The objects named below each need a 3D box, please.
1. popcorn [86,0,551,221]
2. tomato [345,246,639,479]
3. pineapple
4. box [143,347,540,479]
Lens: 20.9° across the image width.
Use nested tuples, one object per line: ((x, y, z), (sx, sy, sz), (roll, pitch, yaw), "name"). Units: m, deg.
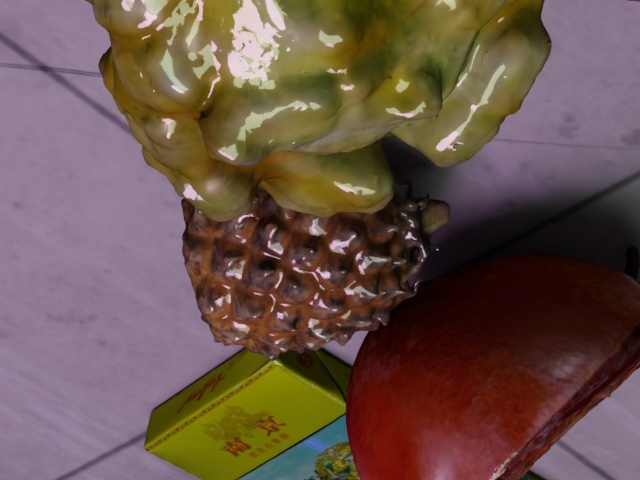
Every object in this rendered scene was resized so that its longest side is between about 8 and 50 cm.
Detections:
((-0.012, -0.173, 0.943), (0.279, 0.274, 0.335), (0, 129, -5), "popcorn")
((0.110, 0.106, 1.297), (0.170, 0.309, 0.309), (44, 140, 15), "tomato")
((0.000, 0.000, 1.246), (0.193, 0.166, 0.166), (-14, 136, 9), "pineapple")
((0.030, 0.204, 1.555), (0.335, 0.047, 0.187), (32, 133, -26), "box")
